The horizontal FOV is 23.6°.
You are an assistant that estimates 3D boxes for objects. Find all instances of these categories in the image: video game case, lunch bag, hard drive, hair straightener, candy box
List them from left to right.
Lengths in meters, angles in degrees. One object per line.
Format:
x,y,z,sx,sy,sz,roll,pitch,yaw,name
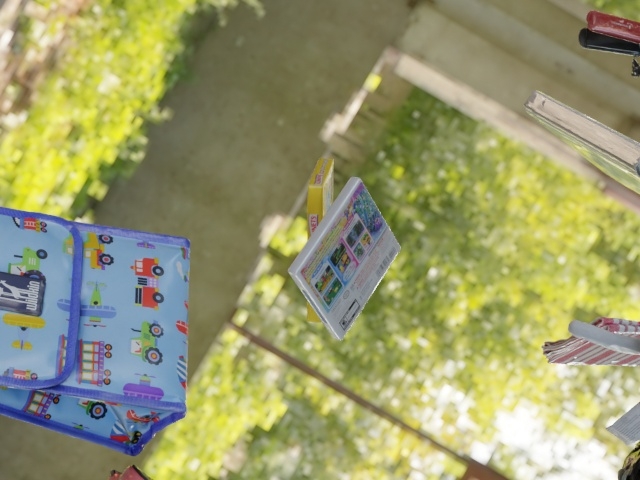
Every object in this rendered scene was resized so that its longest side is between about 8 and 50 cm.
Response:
-0.300,0.085,1.667,0.138,0.293,0.221,-41,-138,46,lunch bag
0.000,0.000,2.122,0.105,0.027,0.206,-66,158,-64,candy box
0.033,0.023,1.930,0.157,0.019,0.143,-56,137,-23,video game case
0.422,-0.104,2.089,0.040,0.203,0.307,-54,-152,5,hard drive
0.492,-0.283,2.274,0.089,0.230,0.047,111,-15,-56,hair straightener

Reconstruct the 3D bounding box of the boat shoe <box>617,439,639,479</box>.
0.348,0.259,1.566,0.302,0.091,0.114,18,70,-71,boat shoe

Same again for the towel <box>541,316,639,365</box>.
0.404,0.129,1.992,0.144,0.197,0.029,-38,-126,56,towel

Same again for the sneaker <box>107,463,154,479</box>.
-0.231,0.342,1.751,0.136,0.116,0.314,-54,178,-17,sneaker

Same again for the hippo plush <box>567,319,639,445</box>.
0.431,0.108,1.370,0.236,0.234,0.294,-9,161,-33,hippo plush
